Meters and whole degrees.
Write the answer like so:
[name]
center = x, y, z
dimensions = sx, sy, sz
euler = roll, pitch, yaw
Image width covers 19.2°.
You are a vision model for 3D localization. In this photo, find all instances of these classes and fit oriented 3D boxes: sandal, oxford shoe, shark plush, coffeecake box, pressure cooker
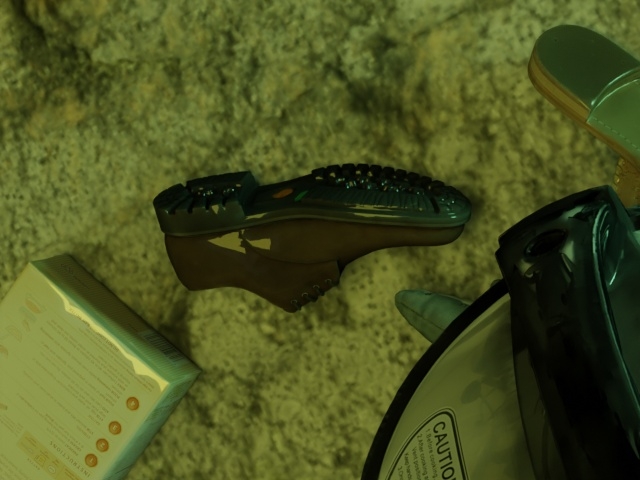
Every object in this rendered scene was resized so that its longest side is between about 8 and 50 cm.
[sandal]
center = 0.228, -0.043, 1.267
dimensions = 0.240, 0.088, 0.079
euler = 46, 150, 23
[oxford shoe]
center = 0.000, 0.000, 1.343
dimensions = 0.227, 0.083, 0.096
euler = -3, 112, 19
[shark plush]
center = 0.110, 0.086, 1.279
dimensions = 0.073, 0.067, 0.161
euler = -53, 41, 22
[coffeecake box]
center = -0.203, 0.128, 1.416
dimensions = 0.142, 0.068, 0.185
euler = 40, 105, 11
[pressure cooker]
center = 0.223, 0.182, 1.046
dimensions = 0.370, 0.420, 0.375
euler = 18, 67, 42
